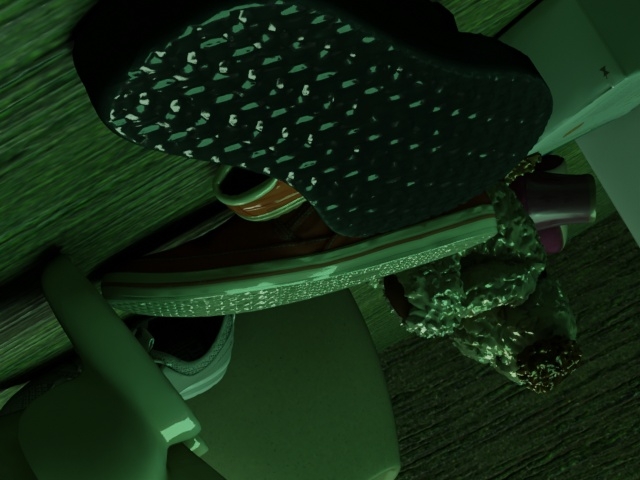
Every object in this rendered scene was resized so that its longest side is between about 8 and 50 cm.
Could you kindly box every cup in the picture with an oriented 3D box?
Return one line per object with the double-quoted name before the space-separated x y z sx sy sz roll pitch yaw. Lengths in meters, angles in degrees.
"cup" -0.048 0.213 1.831 0.331 0.237 0.331 -35 163 -12

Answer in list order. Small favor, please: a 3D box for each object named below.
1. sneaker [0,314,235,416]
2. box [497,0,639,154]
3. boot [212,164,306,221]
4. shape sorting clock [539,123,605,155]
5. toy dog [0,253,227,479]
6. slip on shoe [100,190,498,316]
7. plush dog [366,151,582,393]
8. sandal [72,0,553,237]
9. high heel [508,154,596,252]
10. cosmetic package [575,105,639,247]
"sneaker" -0.196 0.125 1.577 0.281 0.105 0.115 -32 159 -39
"box" 0.226 -0.153 1.336 0.170 0.091 0.130 -22 168 -45
"boot" -0.006 -0.064 1.193 0.158 0.059 0.084 -31 167 10
"shape sorting clock" 0.266 -0.137 1.730 0.206 0.040 0.206 -26 171 -4
"toy dog" -0.250 0.271 1.238 0.408 0.395 0.284 -38 -178 -9
"slip on shoe" -0.021 -0.007 1.347 0.331 0.101 0.123 -15 171 -9
"plush dog" 0.172 0.042 1.636 0.210 0.225 0.262 -34 -163 -2
"sandal" 0.014 -0.103 0.959 0.167 0.107 0.446 -32 159 17
"high heel" 0.222 -0.048 2.027 0.181 0.127 0.377 -1 175 0
"cosmetic package" 0.587 -0.110 2.004 0.327 0.329 0.393 -36 169 35
